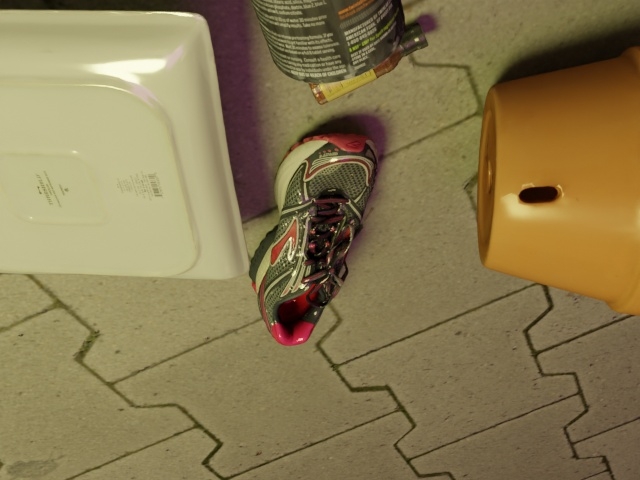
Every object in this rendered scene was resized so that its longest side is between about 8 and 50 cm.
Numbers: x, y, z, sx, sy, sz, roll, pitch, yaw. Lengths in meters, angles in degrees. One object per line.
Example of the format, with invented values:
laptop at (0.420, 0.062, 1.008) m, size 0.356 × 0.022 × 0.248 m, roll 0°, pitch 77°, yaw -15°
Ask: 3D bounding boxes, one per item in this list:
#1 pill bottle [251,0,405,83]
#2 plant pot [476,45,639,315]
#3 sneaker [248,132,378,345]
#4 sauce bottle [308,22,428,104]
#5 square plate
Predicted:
pill bottle at (-0.013, -0.262, 0.704) m, size 0.130 × 0.130 × 0.246 m, roll -18°, pitch 138°, yaw 3°
plant pot at (0.280, -0.064, 0.913) m, size 0.203 × 0.291 × 0.291 m, roll 1°, pitch 137°, yaw 5°
sneaker at (0.000, 0.000, 0.999) m, size 0.120 × 0.112 × 0.299 m, roll 2°, pitch 134°, yaw -19°
sauce bottle at (0.048, -0.184, 0.871) m, size 0.128 × 0.042 × 0.042 m, roll -25°, pitch 137°, yaw 7°
square plate at (-0.257, -0.068, 0.826) m, size 0.344 × 0.049 × 0.347 m, roll 3°, pitch 140°, yaw 6°
